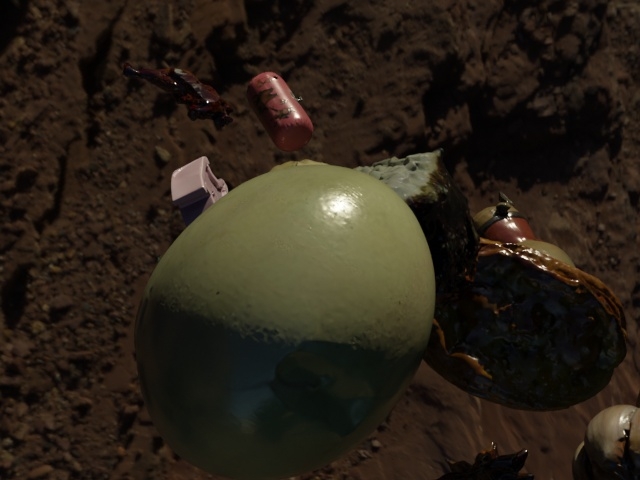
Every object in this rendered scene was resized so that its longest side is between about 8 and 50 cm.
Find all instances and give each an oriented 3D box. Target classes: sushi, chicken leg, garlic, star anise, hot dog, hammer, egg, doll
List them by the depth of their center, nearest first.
[{"bbox_3d":[-0.028,0.065,0.632,0.219,0.219,0.269,33,95,28],"label":"egg"},{"bbox_3d":[-0.036,-0.116,0.716,0.043,0.043,0.083,-33,55,4],"label":"hammer"},{"bbox_3d":[-0.003,0.021,0.886,0.344,0.196,0.181,-14,99,19],"label":"sushi"},{"bbox_3d":[0.249,0.109,1.006,0.272,0.122,0.196,24,96,7],"label":"hot dog"},{"bbox_3d":[-0.242,-0.264,1.404,0.219,0.048,0.089,35,41,11],"label":"chicken leg"},{"bbox_3d":[0.539,0.368,1.412,0.214,0.191,0.160,-9,86,44],"label":"garlic"},{"bbox_3d":[0.427,0.038,1.725,0.235,0.174,0.330,-9,44,-26],"label":"doll"},{"bbox_3d":[0.347,0.535,1.727,0.272,0.272,0.102,-24,97,9],"label":"star anise"}]

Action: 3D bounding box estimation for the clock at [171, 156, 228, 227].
[{"bbox_3d":[-0.239,-0.052,1.798,0.080,0.275,0.290,-24,25,4],"label":"clock"}]

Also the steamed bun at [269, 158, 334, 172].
[{"bbox_3d":[-0.002,0.002,1.638,0.230,0.325,0.372,-54,48,30],"label":"steamed bun"}]

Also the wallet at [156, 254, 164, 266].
[{"bbox_3d":[-0.123,0.085,1.315,0.317,0.044,0.168,-5,64,9],"label":"wallet"}]

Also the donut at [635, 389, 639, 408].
[{"bbox_3d":[0.796,0.355,1.531,0.449,0.198,0.448,-46,31,38],"label":"donut"}]
